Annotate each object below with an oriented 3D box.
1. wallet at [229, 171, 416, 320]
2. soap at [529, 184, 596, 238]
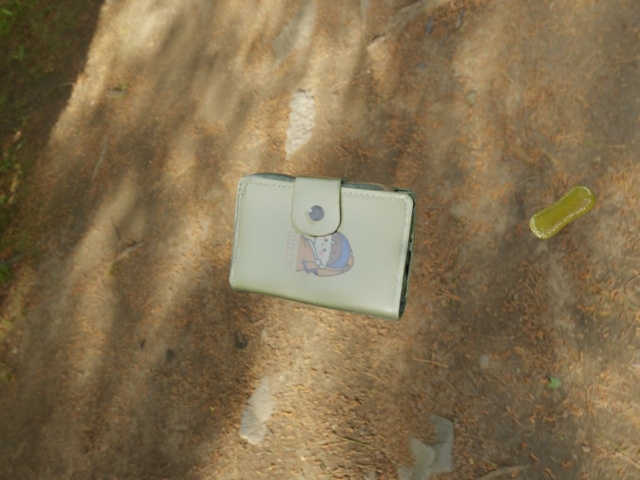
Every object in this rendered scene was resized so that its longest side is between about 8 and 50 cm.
[{"bbox_3d":[0.000,0.000,0.446,0.155,0.039,0.110,9,98,21],"label":"wallet"},{"bbox_3d":[0.292,-0.035,0.638,0.089,0.012,0.034,-35,81,-3],"label":"soap"}]
